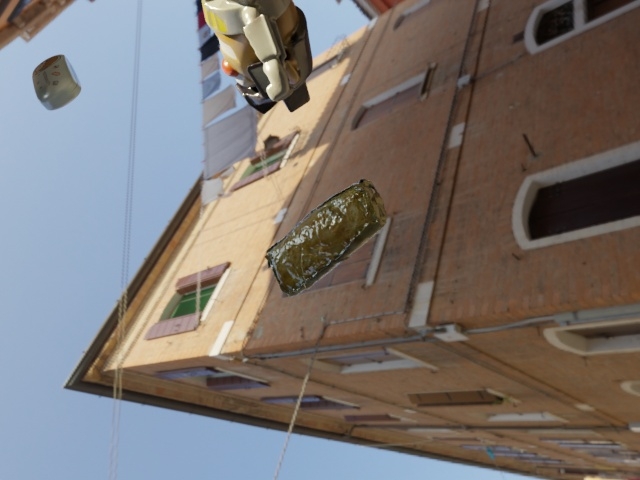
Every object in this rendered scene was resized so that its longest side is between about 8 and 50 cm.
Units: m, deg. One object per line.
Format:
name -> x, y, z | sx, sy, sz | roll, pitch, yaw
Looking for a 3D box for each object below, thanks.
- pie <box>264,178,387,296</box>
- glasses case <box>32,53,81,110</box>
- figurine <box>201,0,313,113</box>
pie -> 0.000, 0.000, 0.964 | 0.068, 0.282, 0.129 | 1, -125, -55
glasses case -> -0.453, -0.273, 0.870 | 0.178, 0.067, 0.045 | 49, 172, 45
figurine -> -0.095, -0.313, 0.725 | 0.308, 0.143, 0.309 | -13, -90, -75
